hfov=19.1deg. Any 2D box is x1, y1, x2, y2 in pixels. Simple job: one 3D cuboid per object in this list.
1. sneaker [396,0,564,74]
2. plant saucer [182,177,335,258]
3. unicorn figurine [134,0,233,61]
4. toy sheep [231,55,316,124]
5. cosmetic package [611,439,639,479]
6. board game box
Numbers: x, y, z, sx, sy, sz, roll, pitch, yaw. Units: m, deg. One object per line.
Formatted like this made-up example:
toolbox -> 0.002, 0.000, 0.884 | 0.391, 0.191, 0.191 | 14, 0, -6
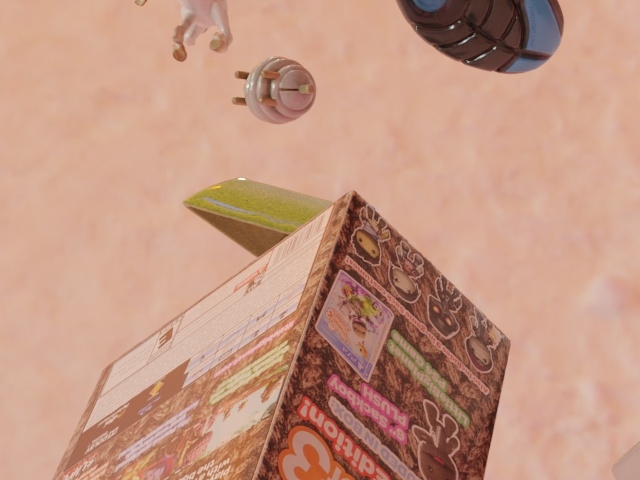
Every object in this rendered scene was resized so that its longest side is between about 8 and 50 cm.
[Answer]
sneaker -> 0.085, -0.286, 1.699 | 0.341, 0.125, 0.139 | 40, 28, -1
plant saucer -> 0.000, 0.000, 1.699 | 0.188, 0.045, 0.188 | 16, -12, 33
unicorn figurine -> -0.094, -0.175, 1.337 | 0.060, 0.162, 0.111 | -5, 39, 6
toy sheep -> -0.051, -0.181, 2.301 | 0.091, 0.091, 0.132 | -14, 16, -32
cosmetic package -> 0.483, 0.136, 1.244 | 0.327, 0.393, 0.329 | -23, 73, -42
board game box -> -0.041, 0.153, 1.039 | 0.141, 0.232, 0.291 | 43, 35, -17
